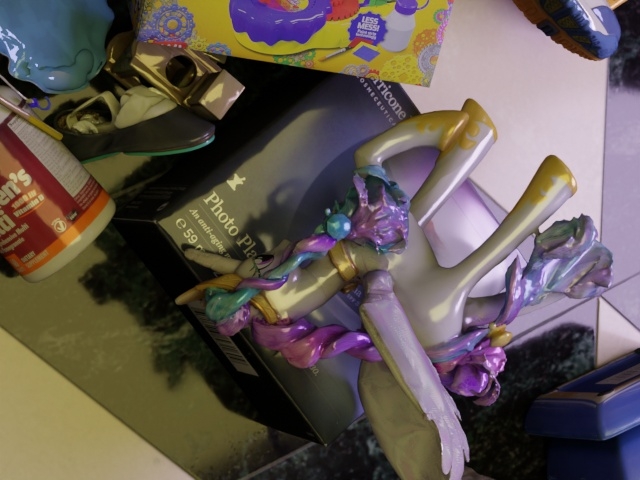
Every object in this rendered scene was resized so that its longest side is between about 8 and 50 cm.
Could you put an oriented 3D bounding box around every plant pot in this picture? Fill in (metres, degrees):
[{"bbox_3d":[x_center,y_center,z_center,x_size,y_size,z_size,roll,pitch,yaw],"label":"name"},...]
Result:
[{"bbox_3d":[0.373,0.235,2.064,0.236,0.236,0.212,-23,93,-17],"label":"plant pot"}]

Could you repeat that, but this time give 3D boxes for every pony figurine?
[{"bbox_3d":[0.091,0.062,1.770,0.363,0.303,0.351,-34,72,-13],"label":"pony figurine"}]

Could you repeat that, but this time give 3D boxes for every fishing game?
[{"bbox_3d":[-0.277,-0.234,1.866,0.189,0.041,0.264,29,59,-45],"label":"fishing game"}]

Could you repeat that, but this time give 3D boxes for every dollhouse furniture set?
[{"bbox_3d":[-0.119,-0.212,1.895,0.101,0.182,0.161,40,78,-18],"label":"dollhouse furniture set"}]

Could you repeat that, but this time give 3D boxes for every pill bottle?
[{"bbox_3d":[-0.315,-0.075,1.862,0.121,0.121,0.221,-45,105,-13],"label":"pill bottle"}]

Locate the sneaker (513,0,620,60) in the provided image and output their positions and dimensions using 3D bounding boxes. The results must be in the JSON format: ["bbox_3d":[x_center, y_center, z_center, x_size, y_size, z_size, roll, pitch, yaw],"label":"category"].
[{"bbox_3d":[0.239,-0.330,1.990,0.131,0.112,0.296,-42,100,-17],"label":"sneaker"}]

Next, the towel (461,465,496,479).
[{"bbox_3d":[0.073,0.304,1.978,0.282,0.187,0.049,-12,99,-18],"label":"towel"}]

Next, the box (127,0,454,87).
[{"bbox_3d":[-0.036,-0.301,1.838,0.290,0.279,0.177,8,115,-14],"label":"box"}]

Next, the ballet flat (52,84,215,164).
[{"bbox_3d":[-0.192,-0.116,1.868,0.074,0.203,0.074,5,83,-48],"label":"ballet flat"}]

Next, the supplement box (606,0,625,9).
[{"bbox_3d":[0.345,-0.322,2.115,0.233,0.080,0.078,-35,103,-17],"label":"supplement box"}]

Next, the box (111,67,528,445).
[{"bbox_3d":[0.000,0.000,1.947,0.294,0.183,0.296,-41,104,-15],"label":"box"}]
